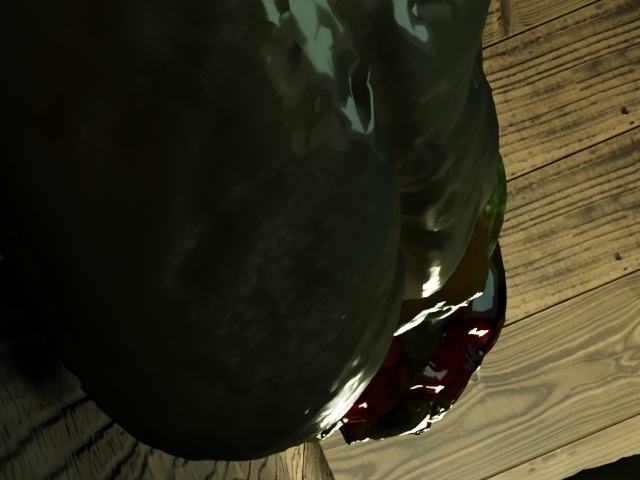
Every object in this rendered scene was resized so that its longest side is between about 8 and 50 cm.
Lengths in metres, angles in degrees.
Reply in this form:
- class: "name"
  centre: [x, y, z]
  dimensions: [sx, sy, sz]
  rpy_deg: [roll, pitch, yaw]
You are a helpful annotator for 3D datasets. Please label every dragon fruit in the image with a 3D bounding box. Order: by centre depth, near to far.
- class: "dragon fruit"
  centre: [-0.006, 0.005, 1.109]
  dimensions: [0.302, 0.237, 0.231]
  rpy_deg: [53, -45, -4]

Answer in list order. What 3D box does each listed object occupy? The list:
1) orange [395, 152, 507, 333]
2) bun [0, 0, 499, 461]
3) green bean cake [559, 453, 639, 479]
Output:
- class: "orange"
  centre: [-0.021, -0.012, 0.879]
  dimensions: [0.158, 0.237, 0.179]
  rpy_deg: [14, 65, -47]
- class: "bun"
  centre: [-0.042, -0.098, 0.632]
  dimensions: [0.365, 0.219, 0.365]
  rpy_deg: [-24, 90, -88]
- class: "green bean cake"
  centre: [0.141, 0.307, 0.702]
  dimensions: [0.319, 0.218, 0.335]
  rpy_deg: [-138, -139, -55]
